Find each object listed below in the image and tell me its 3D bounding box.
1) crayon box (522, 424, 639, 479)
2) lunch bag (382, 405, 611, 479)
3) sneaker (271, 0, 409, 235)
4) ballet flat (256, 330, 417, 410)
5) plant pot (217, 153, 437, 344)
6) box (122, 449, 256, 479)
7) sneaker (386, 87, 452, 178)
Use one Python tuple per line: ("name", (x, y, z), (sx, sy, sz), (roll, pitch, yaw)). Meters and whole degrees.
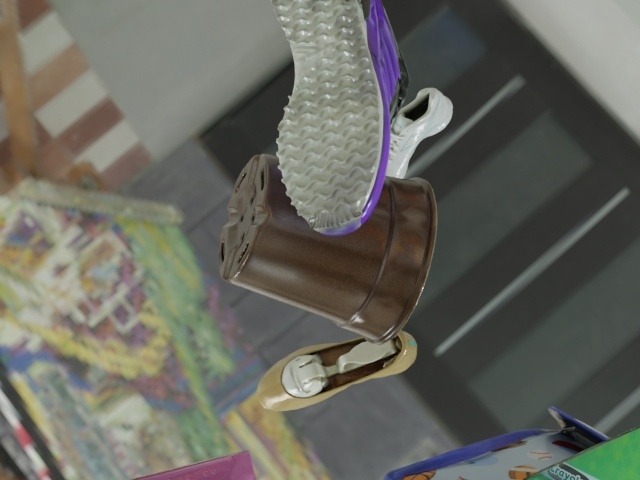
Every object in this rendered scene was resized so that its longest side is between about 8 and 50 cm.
("crayon box", (0.265, 0.159, 0.864), (0.278, 0.081, 0.165), (16, 146, -35))
("lunch bag", (0.293, 0.341, 1.689), (0.385, 0.328, 0.239), (-9, 118, -40))
("sneaker", (0.034, -0.128, 1.481), (0.102, 0.293, 0.146), (-15, 152, 24))
("ballet flat", (0.017, 0.168, 2.194), (0.232, 0.080, 0.073), (-21, 165, 4))
("plant pot", (0.000, 0.000, 1.525), (0.165, 0.167, 0.167), (15, 137, -19))
("box", (-0.185, 0.275, 1.391), (0.213, 0.117, 0.243), (-10, 170, -27))
("sneaker", (0.090, -0.119, 1.884), (0.152, 0.053, 0.061), (-52, 154, 0))
